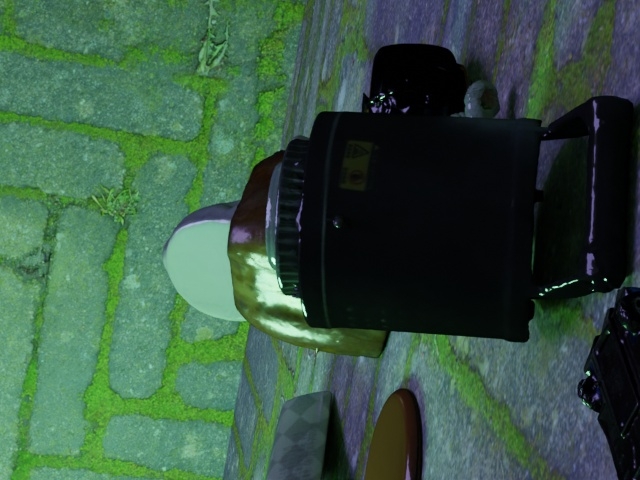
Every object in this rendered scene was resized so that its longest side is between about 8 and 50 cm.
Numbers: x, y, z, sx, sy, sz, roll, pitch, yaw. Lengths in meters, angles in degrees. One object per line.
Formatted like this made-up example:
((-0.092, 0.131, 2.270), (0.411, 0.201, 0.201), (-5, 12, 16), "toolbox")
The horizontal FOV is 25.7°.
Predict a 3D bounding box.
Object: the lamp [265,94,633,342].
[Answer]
((0.086, -0.017, 1.279), (0.374, 0.272, 0.205), (132, 144, -73), "lamp")

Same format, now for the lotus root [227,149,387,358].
((0.000, 0.000, 2.002), (0.316, 0.250, 0.316), (5, -90, -89), "lotus root")

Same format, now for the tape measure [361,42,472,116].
((0.106, -0.133, 1.686), (0.223, 0.135, 0.202), (-89, 2, -64), "tape measure")

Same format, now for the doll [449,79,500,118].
((0.152, -0.074, 1.546), (0.103, 0.071, 0.214), (-95, 16, -58), "doll")

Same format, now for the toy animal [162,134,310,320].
((-0.082, -0.026, 2.243), (0.241, 0.367, 0.196), (4, 120, 44), "toy animal")

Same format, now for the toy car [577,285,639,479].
((0.230, 0.125, 0.932), (0.216, 0.063, 0.103), (-100, 19, -46), "toy car")

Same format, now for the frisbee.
((0.085, 0.310, 1.764), (0.251, 0.021, 0.251), (-171, 90, -82), "frisbee")

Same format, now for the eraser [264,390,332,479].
((-0.050, 0.397, 2.112), (0.397, 0.082, 0.213), (-79, 0, -69), "eraser")
